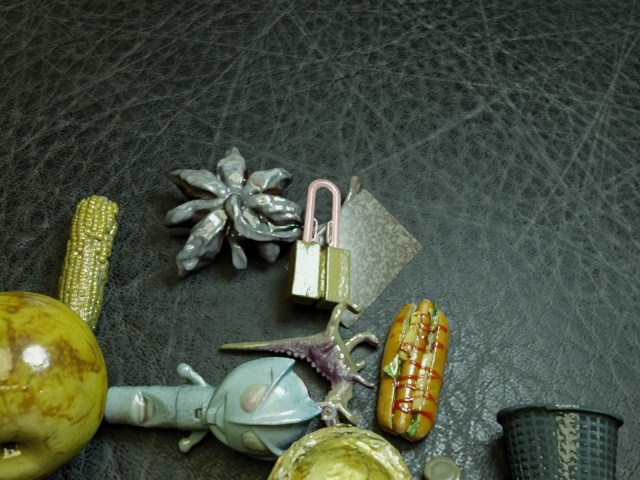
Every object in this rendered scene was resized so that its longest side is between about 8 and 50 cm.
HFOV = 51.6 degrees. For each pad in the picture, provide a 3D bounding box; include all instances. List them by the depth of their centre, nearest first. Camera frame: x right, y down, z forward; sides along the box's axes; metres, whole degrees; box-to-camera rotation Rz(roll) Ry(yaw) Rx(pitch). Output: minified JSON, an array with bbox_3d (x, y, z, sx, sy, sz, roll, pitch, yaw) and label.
[{"bbox_3d":[0.065,0.028,1.191,0.158,0.003,0.235,45,61,0],"label":"pad"}]

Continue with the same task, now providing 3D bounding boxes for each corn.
[{"bbox_3d":[-0.402,0.036,1.147,0.086,0.086,0.288,0,55,-4],"label":"corn"}]

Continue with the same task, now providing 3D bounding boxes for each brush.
[{"bbox_3d":[0.000,0.000,1.149,0.103,0.047,0.234,11,65,-17],"label":"brush"}]

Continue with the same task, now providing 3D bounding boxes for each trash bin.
[{"bbox_3d":[0.342,0.327,0.933,0.175,0.175,0.161,4,64,0],"label":"trash bin"}]

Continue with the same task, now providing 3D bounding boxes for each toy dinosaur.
[{"bbox_3d":[-0.009,0.183,1.071,0.251,0.072,0.200,42,72,13],"label":"toy dinosaur"}]

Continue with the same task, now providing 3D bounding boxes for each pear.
[{"bbox_3d":[-0.428,0.200,0.910,0.280,0.281,0.281,2,53,-2],"label":"pear"}]

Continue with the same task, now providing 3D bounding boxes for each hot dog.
[{"bbox_3d":[0.151,0.195,1.066,0.104,0.076,0.250,15,56,9],"label":"hot dog"}]

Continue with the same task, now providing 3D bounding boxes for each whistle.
[{"bbox_3d":[-0.147,0.249,0.981,0.346,0.142,0.134,-1,24,10],"label":"whistle"}]

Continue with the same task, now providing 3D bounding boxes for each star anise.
[{"bbox_3d":[-0.136,-0.071,1.205,0.315,0.139,0.359,34,62,10],"label":"star anise"}]

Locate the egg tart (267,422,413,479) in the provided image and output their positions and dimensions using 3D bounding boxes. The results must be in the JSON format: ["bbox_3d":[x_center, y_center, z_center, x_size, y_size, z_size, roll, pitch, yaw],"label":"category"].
[{"bbox_3d":[0.025,0.360,0.911,0.212,0.090,0.213,5,65,-10],"label":"egg tart"}]

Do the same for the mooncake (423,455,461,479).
[{"bbox_3d":[0.221,0.461,0.883,0.150,0.057,0.347,-4,56,9],"label":"mooncake"}]
